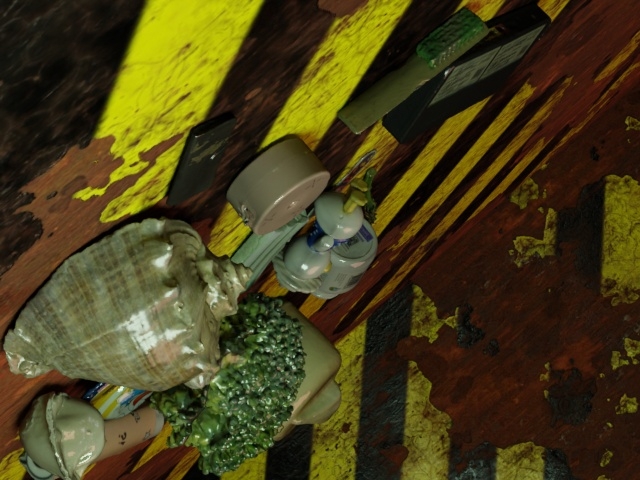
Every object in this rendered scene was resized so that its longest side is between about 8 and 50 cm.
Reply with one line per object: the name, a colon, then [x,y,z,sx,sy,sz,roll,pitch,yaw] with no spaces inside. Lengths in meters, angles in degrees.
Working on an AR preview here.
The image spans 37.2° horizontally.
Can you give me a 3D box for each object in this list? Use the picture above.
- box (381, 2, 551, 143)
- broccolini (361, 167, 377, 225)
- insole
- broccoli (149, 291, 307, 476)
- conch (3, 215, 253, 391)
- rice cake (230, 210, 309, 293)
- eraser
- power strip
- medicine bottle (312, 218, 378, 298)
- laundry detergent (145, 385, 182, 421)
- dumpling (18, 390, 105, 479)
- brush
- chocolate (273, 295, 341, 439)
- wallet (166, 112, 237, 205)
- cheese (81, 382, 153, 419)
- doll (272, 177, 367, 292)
box: [0.268,-0.307,1.720,0.350,0.058,0.211,-30,162,-42]
broccolini: [0.101,-0.096,2.002,0.054,0.051,0.239,-32,159,-11]
insole: [0.041,-0.108,1.844,0.197,0.004,0.065,-45,167,21]
broccoli: [-0.168,0.269,1.803,0.324,0.271,0.334,-83,164,-51]
conch: [-0.246,0.111,1.318,0.352,0.210,0.297,-38,153,-22]
rice cake: [-0.116,0.027,1.744,0.237,0.043,0.127,-47,166,33]
eraser: [-0.447,0.399,1.909,0.171,0.087,0.290,-24,173,18]
power strip: [-0.066,-0.081,1.441,0.154,0.078,0.154,-37,169,-8]
medicine bottle: [0.032,0.042,2.030,0.135,0.135,0.215,-34,166,-29]
laundry detergent: [-0.355,0.371,2.187,0.137,0.063,0.211,-44,169,-17]
dumpling: [-0.431,0.356,1.614,0.142,0.173,0.247,-14,149,-13]
brush: [0.147,-0.269,1.490,0.282,0.054,0.048,-39,159,-9]
chocolate: [-0.108,0.332,2.269,0.326,0.297,0.314,-34,161,-24]
wallet: [-0.155,-0.105,1.233,0.082,0.018,0.157,-31,164,-38]
cheese: [-0.376,0.275,1.766,0.177,0.069,0.270,-40,168,-4]
doll: [0.000,0.000,1.832,0.293,0.119,0.138,-50,-165,34]
